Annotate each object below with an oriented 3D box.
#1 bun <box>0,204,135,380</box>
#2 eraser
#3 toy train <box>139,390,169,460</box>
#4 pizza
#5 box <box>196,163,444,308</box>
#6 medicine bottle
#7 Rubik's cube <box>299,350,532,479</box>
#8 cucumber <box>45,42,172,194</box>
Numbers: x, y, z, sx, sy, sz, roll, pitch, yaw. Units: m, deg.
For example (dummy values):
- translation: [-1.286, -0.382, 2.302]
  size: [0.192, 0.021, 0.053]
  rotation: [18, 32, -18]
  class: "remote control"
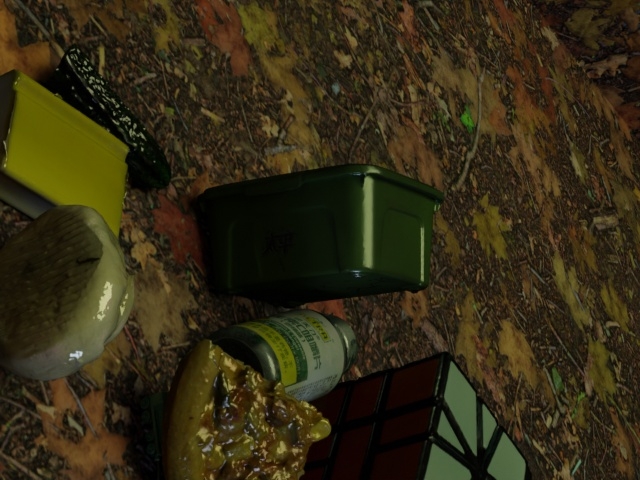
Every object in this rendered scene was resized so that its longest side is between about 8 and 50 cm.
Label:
- translation: [-0.305, 0.070, 1.659]
  size: [0.116, 0.210, 0.237]
  rotation: [44, 24, -39]
  class: "bun"
- translation: [-0.347, -0.104, 1.828]
  size: [0.226, 0.069, 0.158]
  rotation: [35, 48, -45]
  class: "eraser"
- translation: [-0.214, 0.246, 1.866]
  size: [0.029, 0.045, 0.092]
  rotation: [20, 54, -53]
  class: "toy train"
- translation: [-0.133, 0.293, 1.849]
  size: [0.258, 0.087, 0.268]
  rotation: [35, 82, -35]
  class: "pizza"
- translation: [0.000, 0.000, 2.113]
  size: [0.253, 0.328, 0.178]
  rotation: [13, 74, -54]
  class: "box"
- translation: [-0.054, 0.178, 2.076]
  size: [0.293, 0.141, 0.141]
  rotation: [-9, 81, -61]
  class: "medicine bottle"
- translation: [0.121, 0.383, 2.101]
  size: [0.288, 0.283, 0.293]
  rotation: [55, 36, -26]
  class: "Rubik's cube"
- translation: [-0.289, -0.161, 1.956]
  size: [0.265, 0.077, 0.077]
  rotation: [51, 35, -30]
  class: "cucumber"
